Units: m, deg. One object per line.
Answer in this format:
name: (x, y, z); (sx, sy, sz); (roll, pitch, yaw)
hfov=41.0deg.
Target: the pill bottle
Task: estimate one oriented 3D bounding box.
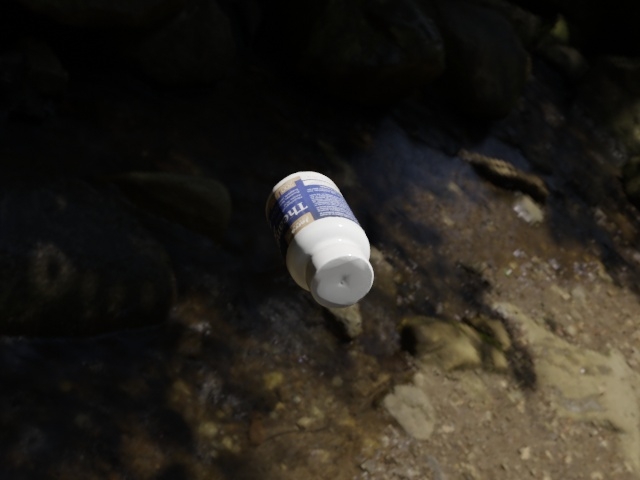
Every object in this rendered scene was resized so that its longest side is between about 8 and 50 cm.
pill bottle: (0.000, 0.000, 0.682); (0.067, 0.067, 0.120); (16, 25, -27)
